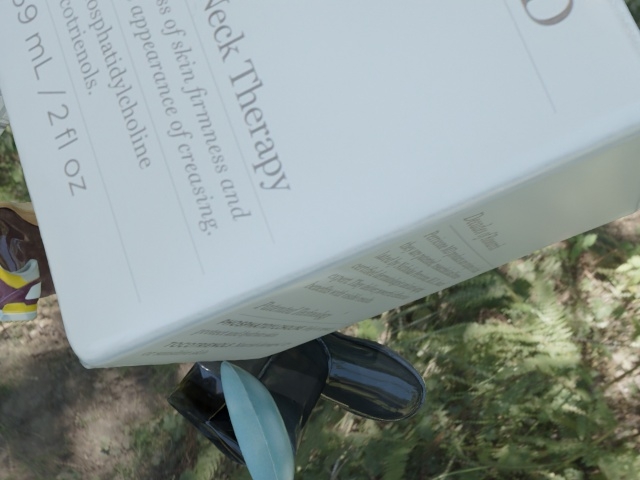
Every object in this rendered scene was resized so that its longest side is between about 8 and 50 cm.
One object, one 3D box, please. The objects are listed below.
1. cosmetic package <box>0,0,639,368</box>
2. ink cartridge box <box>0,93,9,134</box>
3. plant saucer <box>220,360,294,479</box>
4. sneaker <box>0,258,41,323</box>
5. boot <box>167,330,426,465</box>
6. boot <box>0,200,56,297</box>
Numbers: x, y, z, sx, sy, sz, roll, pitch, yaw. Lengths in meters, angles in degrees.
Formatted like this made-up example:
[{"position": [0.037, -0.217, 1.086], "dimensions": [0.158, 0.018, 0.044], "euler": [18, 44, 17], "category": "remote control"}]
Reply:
[{"position": [0.011, -0.119, 0.673], "dimensions": [0.394, 0.327, 0.329], "euler": [-24, 76, 13], "category": "cosmetic package"}, {"position": [-0.549, -0.241, 1.233], "dimensions": [0.207, 0.283, 0.117], "euler": [4, 48, -51], "category": "ink cartridge box"}, {"position": [-0.069, 0.231, 1.003], "dimensions": [0.038, 0.195, 0.194], "euler": [-17, 70, -17], "category": "plant saucer"}, {"position": [-0.427, 0.055, 1.004], "dimensions": [0.186, 0.070, 0.083], "euler": [3, 94, -44], "category": "sneaker"}, {"position": [-0.012, 0.260, 1.420], "dimensions": [0.367, 0.445, 0.146], "euler": [24, 100, 8], "category": "boot"}, {"position": [-0.634, 0.027, 1.717], "dimensions": [0.248, 0.090, 0.206], "euler": [-10, 84, -59], "category": "boot"}]
